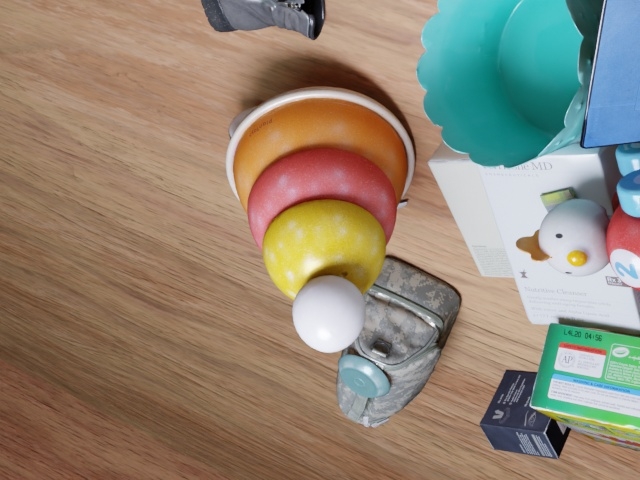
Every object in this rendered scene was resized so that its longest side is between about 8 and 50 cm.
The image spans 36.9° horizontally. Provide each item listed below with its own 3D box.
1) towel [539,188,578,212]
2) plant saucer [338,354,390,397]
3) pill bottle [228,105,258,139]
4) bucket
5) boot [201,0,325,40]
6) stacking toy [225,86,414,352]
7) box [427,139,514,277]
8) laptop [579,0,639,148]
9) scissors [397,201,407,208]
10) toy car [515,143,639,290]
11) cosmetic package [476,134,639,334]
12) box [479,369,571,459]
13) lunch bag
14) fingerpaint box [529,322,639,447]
[{"bbox_3d":[0.377,-0.043,1.467,0.060,0.009,0.083,-14,121,47],"label":"towel"},{"bbox_3d":[0.082,0.277,1.913,0.119,0.021,0.119,24,144,20],"label":"plant saucer"},{"bbox_3d":[-0.104,-0.141,1.935,0.130,0.130,0.246,19,142,23],"label":"pill bottle"},{"bbox_3d":[0.291,-0.246,1.336,0.281,0.183,0.281,13,109,44],"label":"bucket"},{"bbox_3d":[-0.119,-0.484,1.579,0.222,0.118,0.338,9,148,30],"label":"boot"},{"bbox_3d":[0.000,0.000,1.642,0.350,0.480,0.350,0,135,0],"label":"stacking toy"},{"bbox_3d":[0.301,-0.062,1.707,0.113,0.094,0.275,2,132,39],"label":"box"},{"bbox_3d":[0.556,-0.220,1.085,0.408,0.236,0.382,36,145,35],"label":"laptop"},{"bbox_3d":[0.070,-0.047,1.989,0.109,0.021,0.297,42,147,-4],"label":"scissors"},{"bbox_3d":[0.394,0.002,1.354,0.238,0.210,0.219,-13,116,23],"label":"toy car"},{"bbox_3d":[0.418,-0.038,1.578,0.217,0.156,0.385,2,134,38],"label":"cosmetic package"},{"bbox_3d":[0.447,0.366,2.032,0.158,0.156,0.093,0,133,41],"label":"box"},{"bbox_3d":[0.145,0.233,2.049,0.212,0.256,0.305,28,145,12],"label":"lunch bag"},{"bbox_3d":[0.643,0.288,1.640,0.445,0.163,0.371,7,165,36],"label":"fingerpaint box"}]
